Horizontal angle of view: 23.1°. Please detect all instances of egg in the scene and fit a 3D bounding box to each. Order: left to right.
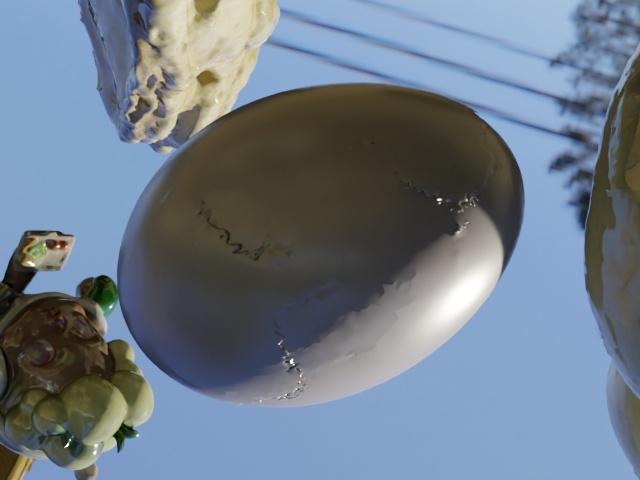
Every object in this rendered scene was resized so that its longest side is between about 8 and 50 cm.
[{"bbox_3d":[0.000,0.000,0.739,0.198,0.146,0.146,-26,-158,4],"label":"egg"}]

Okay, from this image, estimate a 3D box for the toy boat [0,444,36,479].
[{"bbox_3d":[-0.346,0.271,1.590,0.057,0.077,0.200,21,-129,7],"label":"toy boat"}]

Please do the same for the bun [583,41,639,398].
[{"bbox_3d":[0.215,-0.016,0.619,0.231,0.231,0.133,2,-175,-30],"label":"bun"}]

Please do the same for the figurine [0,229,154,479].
[{"bbox_3d":[-0.177,0.051,0.914,0.197,0.093,0.147,54,-138,3],"label":"figurine"}]

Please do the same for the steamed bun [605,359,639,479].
[{"bbox_3d":[0.333,0.093,0.943,0.272,0.273,0.290,47,-160,19],"label":"steamed bun"}]

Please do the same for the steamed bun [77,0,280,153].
[{"bbox_3d":[-0.097,-0.229,1.167,0.189,0.247,0.428,-23,170,-12],"label":"steamed bun"}]
